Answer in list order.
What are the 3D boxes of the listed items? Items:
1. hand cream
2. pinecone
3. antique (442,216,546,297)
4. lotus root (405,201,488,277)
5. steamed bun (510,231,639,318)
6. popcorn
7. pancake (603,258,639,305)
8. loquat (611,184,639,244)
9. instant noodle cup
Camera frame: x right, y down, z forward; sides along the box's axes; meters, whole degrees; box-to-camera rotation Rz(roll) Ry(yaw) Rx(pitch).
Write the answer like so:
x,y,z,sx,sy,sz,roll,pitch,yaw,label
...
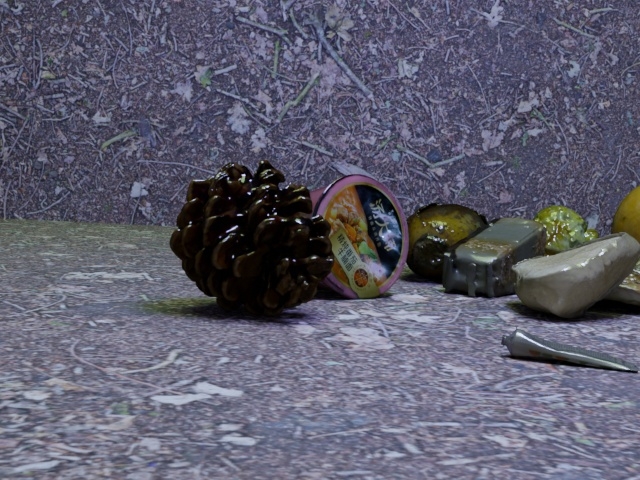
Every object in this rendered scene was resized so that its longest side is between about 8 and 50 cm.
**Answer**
x,y,z,sx,sy,sz,roll,pitch,yaw,label
0.309,0.141,1.047,0.165,0.037,0.057,12,6,13,hand cream
-0.093,0.007,1.301,0.257,0.243,0.243,36,15,17,pinecone
0.359,0.046,1.738,0.125,0.150,0.284,7,14,36,antique
0.298,0.005,1.966,0.196,0.179,0.397,21,13,14,lotus root
0.424,0.078,1.452,0.231,0.110,0.212,-20,3,39,steamed bun
0.599,0.006,2.074,0.212,0.198,0.198,10,1,-24,popcorn
0.613,0.083,1.661,0.387,0.082,0.387,0,5,0,pancake
0.836,-0.016,1.962,0.275,0.275,0.275,3,4,0,loquat
0.000,0.000,1.612,0.244,0.244,0.255,0,-3,-39,instant noodle cup
